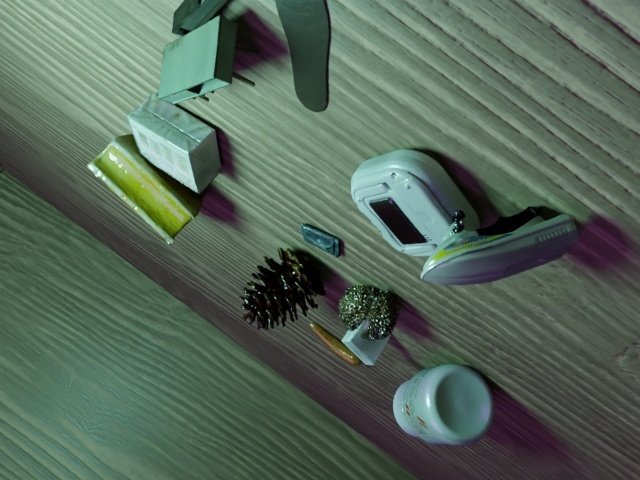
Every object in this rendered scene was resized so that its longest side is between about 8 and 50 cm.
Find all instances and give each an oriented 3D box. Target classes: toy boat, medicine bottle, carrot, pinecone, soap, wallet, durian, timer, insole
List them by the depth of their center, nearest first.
[{"bbox_3d":[0.310,0.005,0.877,0.269,0.141,0.141,-5,144,4],"label":"toy boat"},{"bbox_3d":[-0.028,-0.368,0.900,0.111,0.007,0.328,26,152,22],"label":"insole"},{"bbox_3d":[0.192,-0.066,1.026,0.262,0.087,0.237,47,152,-21],"label":"timer"},{"bbox_3d":[0.000,0.000,1.428,0.129,0.026,0.088,26,152,20],"label":"wallet"},{"bbox_3d":[0.145,0.205,1.468,0.195,0.167,0.196,7,134,8],"label":"durian"},{"bbox_3d":[-0.548,-0.173,1.565,0.335,0.156,0.293,45,-174,-16],"label":"soap"},{"bbox_3d":[-0.132,0.166,1.578,0.246,0.292,0.246,51,172,10],"label":"pinecone"},{"bbox_3d":[0.385,0.536,1.580,0.241,0.241,0.302,37,153,0],"label":"medicine bottle"},{"bbox_3d":[0.061,0.432,2.014,0.271,0.062,0.066,35,-174,13],"label":"carrot"}]

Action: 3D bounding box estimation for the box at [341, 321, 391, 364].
[{"bbox_3d":[0.158,0.330,1.647,0.130,0.129,0.051,46,152,-18],"label":"box"}]

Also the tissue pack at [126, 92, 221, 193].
[{"bbox_3d":[-0.404,-0.272,1.370,0.225,0.124,0.185,32,154,13],"label":"tissue pack"}]

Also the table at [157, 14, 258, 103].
[{"bbox_3d":[-0.234,-0.360,1.024,0.111,0.122,0.240,8,178,-43],"label":"table"}]

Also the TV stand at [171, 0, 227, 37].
[{"bbox_3d":[-0.216,-0.460,0.922,0.040,0.049,0.256,8,171,-36],"label":"TV stand"}]
